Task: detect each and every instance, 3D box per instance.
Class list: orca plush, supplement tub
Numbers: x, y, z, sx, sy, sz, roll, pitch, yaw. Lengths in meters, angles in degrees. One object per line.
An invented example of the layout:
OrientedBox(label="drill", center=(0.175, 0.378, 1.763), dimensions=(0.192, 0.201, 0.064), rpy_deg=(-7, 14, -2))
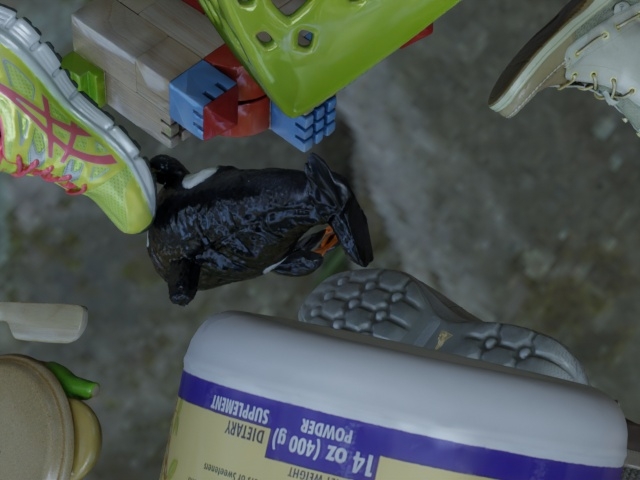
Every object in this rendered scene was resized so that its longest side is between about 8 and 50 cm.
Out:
OrientedBox(label="orca plush", center=(-0.063, 0.016, 1.464), dimensions=(0.151, 0.102, 0.287), rpy_deg=(42, 157, -32))
OrientedBox(label="supplement tub", center=(0.016, 0.219, 1.038), dimensions=(0.241, 0.331, 0.241), rpy_deg=(12, 178, 0))

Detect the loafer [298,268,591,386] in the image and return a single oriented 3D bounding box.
OrientedBox(label="loafer", center=(0.105, 0.109, 1.703), dimensions=(0.319, 0.112, 0.111), rpy_deg=(23, 155, 47))

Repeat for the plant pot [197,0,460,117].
OrientedBox(label="plant pot", center=(-0.019, -0.267, 1.431), dimensions=(0.207, 0.228, 0.227), rpy_deg=(52, -178, -40))

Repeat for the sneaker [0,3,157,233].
OrientedBox(label="sneaker", center=(-0.207, -0.072, 1.457), dimensions=(0.208, 0.094, 0.081), rpy_deg=(48, 158, -18))

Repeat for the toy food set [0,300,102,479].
OrientedBox(label="toy food set", center=(-0.190, 0.134, 1.231), dimensions=(0.132, 0.192, 0.038), rpy_deg=(4, 172, 38))

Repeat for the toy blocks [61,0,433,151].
OrientedBox(label="toy blocks", center=(-0.063, -0.205, 2.044), dimensions=(0.261, 0.381, 0.191), rpy_deg=(36, 145, 26))

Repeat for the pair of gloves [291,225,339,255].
OrientedBox(label="pair of gloves", center=(0.000, 0.000, 1.720), dimensions=(0.010, 0.074, 0.083), rpy_deg=(59, 153, -12))

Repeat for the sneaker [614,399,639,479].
OrientedBox(label="sneaker", center=(0.323, 0.181, 1.667), dimensions=(0.188, 0.071, 0.066), rpy_deg=(14, 150, -4))

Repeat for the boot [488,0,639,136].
OrientedBox(label="boot", center=(0.285, -0.156, 1.996), dimensions=(0.165, 0.213, 0.077), rpy_deg=(49, 159, -9))
